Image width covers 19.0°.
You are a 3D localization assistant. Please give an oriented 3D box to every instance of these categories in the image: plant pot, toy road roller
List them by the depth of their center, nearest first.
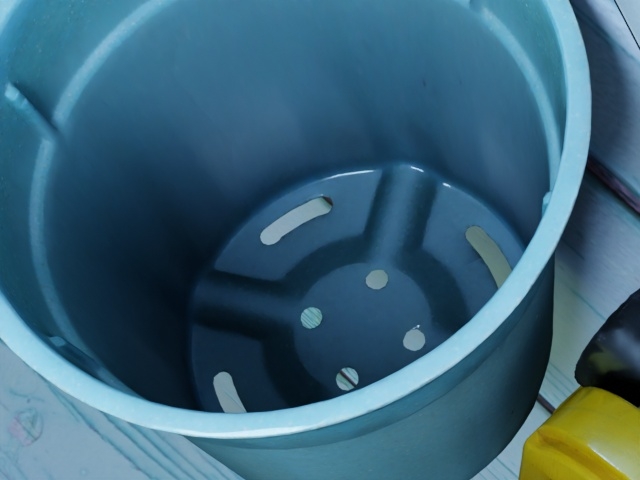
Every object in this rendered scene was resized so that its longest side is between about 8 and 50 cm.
[{"bbox_3d":[0.000,0.000,1.124,0.341,0.341,0.334,43,172,24],"label":"plant pot"},{"bbox_3d":[0.190,0.191,1.142,0.202,0.240,0.329,44,164,20],"label":"toy road roller"}]

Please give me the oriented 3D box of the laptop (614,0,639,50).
[{"bbox_3d":[0.207,0.081,0.651,0.382,0.236,0.408,62,159,-7],"label":"laptop"}]
